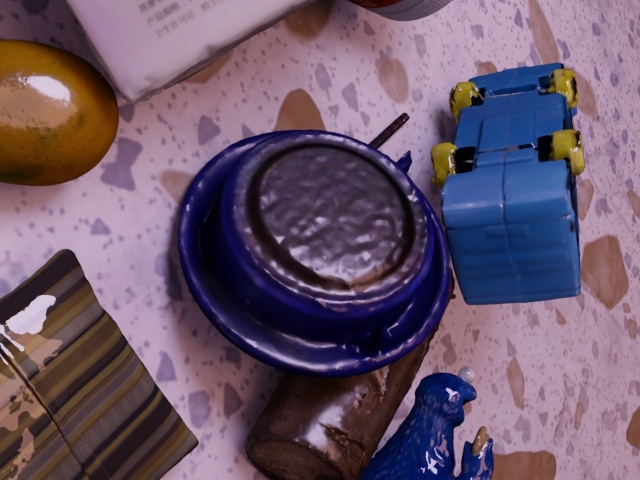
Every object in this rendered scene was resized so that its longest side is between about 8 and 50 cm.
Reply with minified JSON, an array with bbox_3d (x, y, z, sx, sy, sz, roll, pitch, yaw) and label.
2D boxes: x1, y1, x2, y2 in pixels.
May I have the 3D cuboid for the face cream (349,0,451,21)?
[{"bbox_3d":[0.056,-0.359,0.913,0.187,0.201,0.201,11,74,-45],"label":"face cream"}]

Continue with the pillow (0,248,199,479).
[{"bbox_3d":[-0.211,0.145,0.644,0.208,0.052,0.212,-44,113,-38],"label":"pillow"}]

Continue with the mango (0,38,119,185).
[{"bbox_3d":[-0.233,-0.098,0.642,0.163,0.089,0.111,11,76,-37],"label":"mango"}]

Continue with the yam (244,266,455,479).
[{"bbox_3d":[0.040,0.122,0.865,0.131,0.131,0.279,52,50,-27],"label":"yam"}]

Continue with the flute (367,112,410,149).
[{"bbox_3d":[0.035,-0.086,0.976,0.269,0.014,0.014,-44,114,-41],"label":"flute"}]

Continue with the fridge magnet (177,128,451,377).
[{"bbox_3d":[0.000,0.000,0.796,0.266,0.112,0.265,8,57,-12],"label":"fridge magnet"}]

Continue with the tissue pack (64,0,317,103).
[{"bbox_3d":[-0.063,-0.305,0.673,0.357,0.194,0.266,-30,109,-3],"label":"tissue pack"}]

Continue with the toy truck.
[{"bbox_3d":[0.231,-0.087,1.014,0.385,0.161,0.162,-68,147,-56],"label":"toy truck"}]

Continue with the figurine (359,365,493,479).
[{"bbox_3d":[0.089,0.247,0.855,0.121,0.164,0.262,16,84,-15],"label":"figurine"}]
